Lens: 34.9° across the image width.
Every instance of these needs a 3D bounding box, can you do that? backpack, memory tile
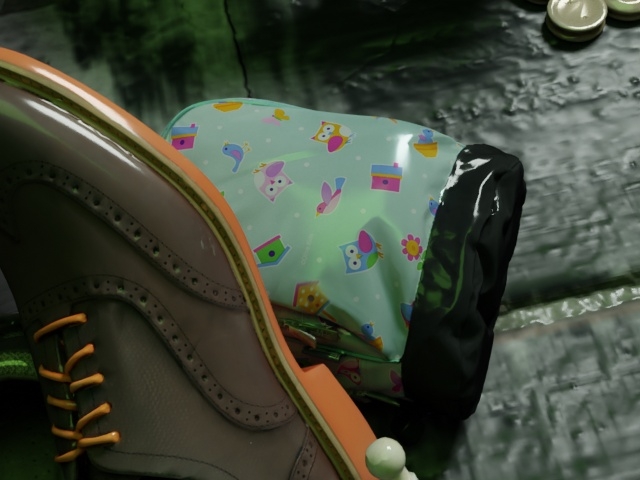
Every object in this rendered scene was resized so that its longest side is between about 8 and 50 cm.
[{"bbox_3d":[0.000,0.000,0.502,0.182,0.115,0.152,12,63,15],"label":"backpack"},{"bbox_3d":[0.170,-0.196,0.665,0.113,0.012,0.148,-22,59,-8],"label":"memory tile"}]

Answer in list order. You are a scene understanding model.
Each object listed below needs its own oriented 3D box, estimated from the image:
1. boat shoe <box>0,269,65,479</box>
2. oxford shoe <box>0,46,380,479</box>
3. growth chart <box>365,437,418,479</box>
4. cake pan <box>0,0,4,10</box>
[{"bbox_3d":[-0.131,0.076,0.479,0.103,0.092,0.285,-11,58,-2],"label":"boat shoe"},{"bbox_3d":[-0.075,0.044,0.409,0.271,0.097,0.098,51,43,-11],"label":"oxford shoe"},{"bbox_3d":[-0.036,0.178,0.388,0.237,0.021,0.172,-28,105,-10],"label":"growth chart"},{"bbox_3d":[-0.282,-0.208,0.586,0.293,0.293,0.054,29,29,21],"label":"cake pan"}]
